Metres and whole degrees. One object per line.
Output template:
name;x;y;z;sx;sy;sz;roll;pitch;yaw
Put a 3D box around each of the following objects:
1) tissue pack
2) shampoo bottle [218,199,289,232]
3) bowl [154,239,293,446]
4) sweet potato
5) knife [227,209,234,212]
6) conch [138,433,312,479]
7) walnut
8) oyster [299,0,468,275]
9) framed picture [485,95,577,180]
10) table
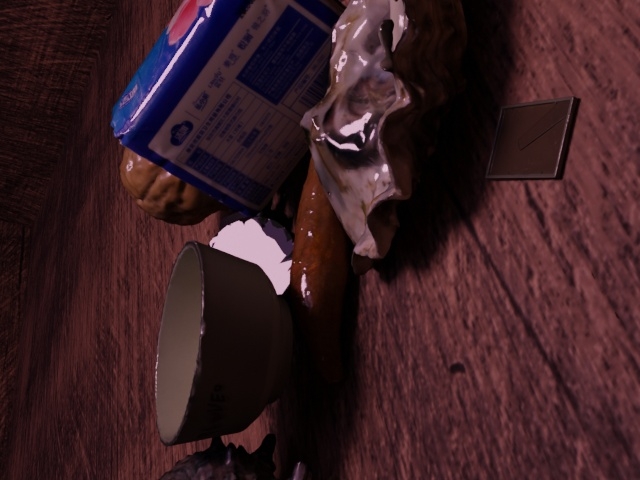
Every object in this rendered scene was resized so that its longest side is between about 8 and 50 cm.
tissue pack;-0.088;-0.190;0.983;0.269;0.209;0.137;-53;25;17
shampoo bottle;-0.095;0.046;1.082;0.098;0.071;0.309;-19;57;57
bowl;-0.098;0.109;0.876;0.211;0.112;0.211;-173;90;-68
sweet potato;0.000;0.000;0.918;0.072;0.066;0.314;-22;54;39
knife;-0.129;-0.141;1.312;0.028;0.015;0.210;146;132;-59
conch;-0.109;0.335;0.870;0.313;0.186;0.240;-36;57;30
walnut;-0.189;-0.116;1.198;0.245;0.198;0.198;173;110;-75
oyster;0.067;-0.150;0.813;0.238;0.115;0.351;146;138;-67
framed picture;0.168;-0.081;0.679;0.089;0.007;0.066;6;82;64
table;-0.078;0.040;0.996;0.134;0.043;0.133;-9;68;23
